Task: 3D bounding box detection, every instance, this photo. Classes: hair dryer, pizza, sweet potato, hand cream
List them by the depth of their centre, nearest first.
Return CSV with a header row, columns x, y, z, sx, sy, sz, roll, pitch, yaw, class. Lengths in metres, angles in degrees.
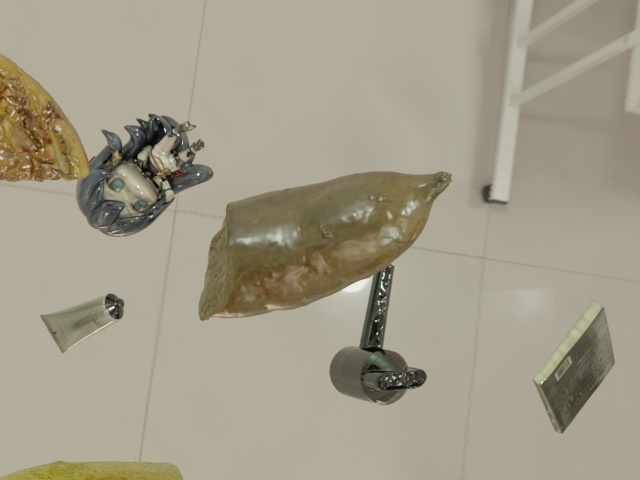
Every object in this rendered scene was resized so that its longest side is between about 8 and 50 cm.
x,y,z,sx,sy,sz,roll,pitch,yaw,class
0.000,0.000,1.099,0.369,0.158,0.158,-14,88,11,sweet potato
-0.446,-0.168,1.132,0.305,0.086,0.161,34,109,-13,pizza
-0.449,0.151,1.622,0.186,0.054,0.087,-23,101,24,hand cream
0.129,0.183,1.745,0.116,0.244,0.303,12,81,-22,hair dryer

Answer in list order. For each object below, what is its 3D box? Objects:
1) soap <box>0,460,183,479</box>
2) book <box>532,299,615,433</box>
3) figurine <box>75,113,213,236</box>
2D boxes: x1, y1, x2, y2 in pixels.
x,y,z,sx,sy,sz,roll,pitch,yaw,class
-0.175,0.340,0.798,0.115,0.427,0.306,-36,71,13,soap
0.408,0.208,1.350,0.024,0.228,0.160,33,77,35,book
-0.329,-0.124,1.572,0.265,0.197,0.175,-33,90,-2,figurine
